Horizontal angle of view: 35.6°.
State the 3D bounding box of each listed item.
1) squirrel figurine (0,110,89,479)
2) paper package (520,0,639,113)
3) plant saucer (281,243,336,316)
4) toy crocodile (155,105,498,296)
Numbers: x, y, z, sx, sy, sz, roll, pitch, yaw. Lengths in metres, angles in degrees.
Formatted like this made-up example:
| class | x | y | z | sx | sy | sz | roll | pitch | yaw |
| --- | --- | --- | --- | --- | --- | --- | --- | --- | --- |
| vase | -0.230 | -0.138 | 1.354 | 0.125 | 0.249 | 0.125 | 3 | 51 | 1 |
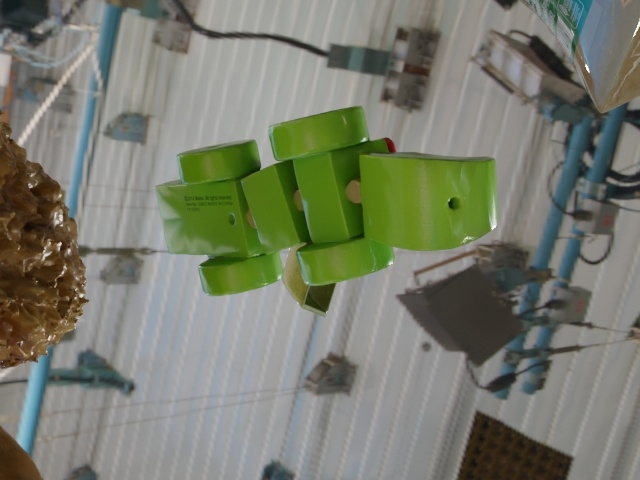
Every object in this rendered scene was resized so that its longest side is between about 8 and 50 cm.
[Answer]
| class | x | y | z | sx | sy | sz | roll | pitch | yaw |
| --- | --- | --- | --- | --- | --- | --- | --- | --- | --- |
| squirrel figurine | -0.304 | 0.071 | 0.710 | 0.370 | 0.397 | 0.281 | 48 | -34 | -16 |
| paper package | 0.312 | -0.292 | 0.732 | 0.310 | 0.325 | 0.168 | -25 | -112 | -8 |
| plant saucer | 0.000 | 0.000 | 1.312 | 0.045 | 0.188 | 0.188 | 16 | -95 | 11 |
| toy crocodile | -0.018 | -0.028 | 0.737 | 0.341 | 0.105 | 0.115 | -7 | -82 | 52 |
